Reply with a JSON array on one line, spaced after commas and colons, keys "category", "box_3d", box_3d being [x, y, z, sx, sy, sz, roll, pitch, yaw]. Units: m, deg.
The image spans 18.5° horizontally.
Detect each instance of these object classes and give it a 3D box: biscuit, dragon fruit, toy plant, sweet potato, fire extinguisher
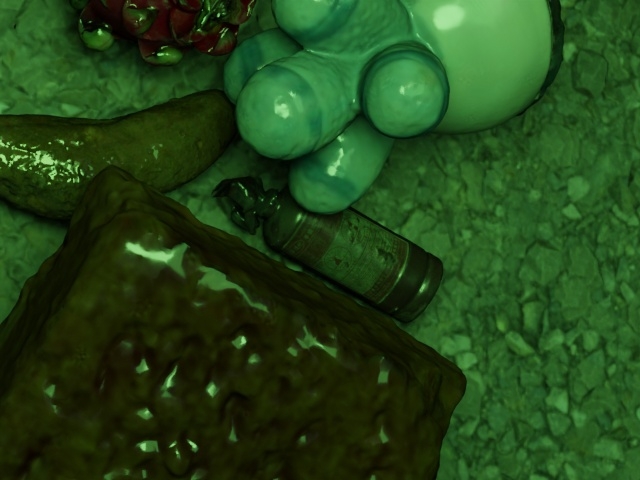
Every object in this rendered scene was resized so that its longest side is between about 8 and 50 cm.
[{"category": "biscuit", "box_3d": [-0.103, 0.171, 1.678, 0.395, 0.166, 0.342, 29, 99, -20]}, {"category": "dragon fruit", "box_3d": [-0.143, -0.291, 1.785, 0.218, 0.198, 0.272, 9, 77, -53]}, {"category": "toy plant", "box_3d": [0.043, -0.156, 1.804, 0.332, 0.247, 0.247, -33, 98, -41]}, {"category": "sweet potato", "box_3d": [-0.214, -0.072, 1.777, 0.341, 0.092, 0.114, -9, 61, -29]}, {"category": "fire extinguisher", "box_3d": [0.003, -0.007, 1.868, 0.252, 0.106, 0.075, 31, 88, -21]}]
